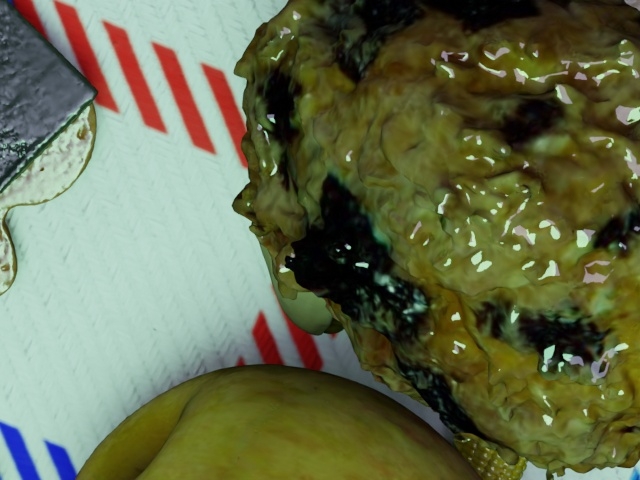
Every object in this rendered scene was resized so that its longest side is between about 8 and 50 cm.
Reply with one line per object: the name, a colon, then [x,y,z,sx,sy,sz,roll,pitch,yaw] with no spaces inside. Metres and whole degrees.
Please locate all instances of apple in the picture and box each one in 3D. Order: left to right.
apple: [-0.033,0.264,1.260,0.364,0.364,0.363,0,100,0]

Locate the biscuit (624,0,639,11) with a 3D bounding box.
biscuit: [0.283,-0.151,1.358,0.249,0.035,0.184,-37,98,7]

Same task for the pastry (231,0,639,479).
pastry: [0.118,-0.033,1.146,0.292,0.337,0.405,-38,79,-18]

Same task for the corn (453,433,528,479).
corn: [0.146,0.134,1.391,0.067,0.067,0.206,14,99,-2]

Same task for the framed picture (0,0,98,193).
framed picture: [-0.366,-0.139,1.326,0.324,0.013,0.244,45,86,2]

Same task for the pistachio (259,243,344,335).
pistachio: [0.000,0.000,1.353,0.113,0.113,0.149,1,105,0]

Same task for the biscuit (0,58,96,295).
biscuit: [-0.319,-0.035,1.371,0.324,0.049,0.205,-33,99,6]
